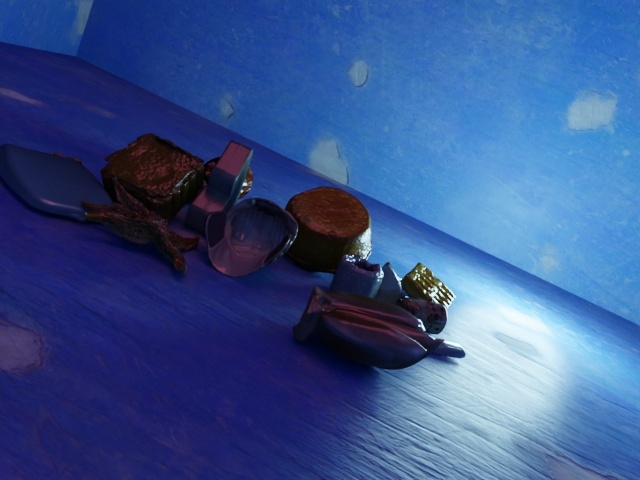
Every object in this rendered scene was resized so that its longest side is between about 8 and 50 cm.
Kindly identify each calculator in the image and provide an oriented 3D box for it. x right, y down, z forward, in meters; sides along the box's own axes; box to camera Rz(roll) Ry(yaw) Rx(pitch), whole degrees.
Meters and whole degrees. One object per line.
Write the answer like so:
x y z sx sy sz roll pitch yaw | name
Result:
-0.665 -0.143 1.606 0.256 0.055 0.386 11 23 -46 | calculator

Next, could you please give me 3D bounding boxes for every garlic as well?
0.101 0.200 1.441 0.324 0.132 0.279 20 15 -6 | garlic

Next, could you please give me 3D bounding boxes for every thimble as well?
0.104 0.113 1.789 0.127 0.118 0.151 25 14 14 | thimble

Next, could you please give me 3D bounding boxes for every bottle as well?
0.271 0.204 1.782 0.152 0.099 0.099 15 16 -18 | bottle

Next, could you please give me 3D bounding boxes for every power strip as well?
-0.274 -0.125 1.848 0.141 0.229 0.261 24 48 -2 | power strip

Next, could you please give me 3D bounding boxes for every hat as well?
-0.182 0.007 1.671 0.231 0.161 0.275 15 36 10 | hat

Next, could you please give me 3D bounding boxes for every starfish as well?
-0.424 -0.048 1.523 0.293 0.084 0.301 31 17 -11 | starfish

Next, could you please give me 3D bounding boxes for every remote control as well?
0.313 0.280 1.699 0.162 0.029 0.061 16 15 -27 | remote control

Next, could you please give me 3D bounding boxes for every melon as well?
0.202 0.151 1.922 0.140 0.093 0.202 59 -2 21 | melon

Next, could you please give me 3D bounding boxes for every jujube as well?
-0.336 -0.209 2.169 0.168 0.168 0.236 31 22 25 | jujube

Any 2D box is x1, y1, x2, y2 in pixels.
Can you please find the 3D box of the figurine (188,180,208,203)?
-0.425 -0.163 1.954 0.245 0.110 0.138 20 14 -47 | figurine

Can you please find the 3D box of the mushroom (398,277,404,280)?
0.193 0.121 2.105 0.286 0.028 0.025 12 -23 -43 | mushroom

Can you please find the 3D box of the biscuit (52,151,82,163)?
-0.731 -0.232 1.824 0.081 0.018 0.083 16 -8 -28 | biscuit

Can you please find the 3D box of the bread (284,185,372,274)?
0.017 -0.031 1.948 0.311 0.173 0.312 9 41 -8 | bread

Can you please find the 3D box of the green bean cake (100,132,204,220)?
-0.457 -0.171 1.746 0.224 0.131 0.230 27 50 13 | green bean cake

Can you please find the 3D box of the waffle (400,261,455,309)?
0.342 0.160 2.033 0.168 0.057 0.274 45 18 8 | waffle
